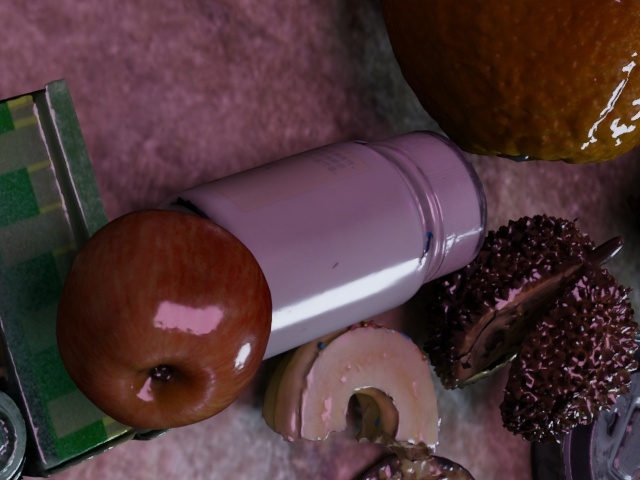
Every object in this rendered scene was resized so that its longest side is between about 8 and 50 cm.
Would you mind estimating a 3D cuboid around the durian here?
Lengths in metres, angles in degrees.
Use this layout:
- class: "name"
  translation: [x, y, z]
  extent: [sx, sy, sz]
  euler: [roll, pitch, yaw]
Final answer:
- class: "durian"
  translation: [0.185, 0.067, 1.574]
  extent: [0.167, 0.196, 0.196]
  euler: [-17, 100, -77]

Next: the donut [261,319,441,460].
- class: "donut"
  translation: [0.025, 0.118, 1.529]
  extent: [0.166, 0.065, 0.108]
  euler: [12, 78, -37]

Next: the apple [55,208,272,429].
- class: "apple"
  translation: [-0.103, 0.052, 1.226]
  extent: [0.146, 0.146, 0.131]
  euler: [46, 29, -27]

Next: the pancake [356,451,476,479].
- class: "pancake"
  translation: [0.077, 0.272, 1.590]
  extent: [0.199, 0.021, 0.199]
  euler: [3, 85, -38]

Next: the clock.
- class: "clock"
  translation: [0.287, 0.197, 1.748]
  extent: [0.226, 0.049, 0.226]
  euler: [4, 83, -38]

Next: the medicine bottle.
- class: "medicine bottle"
  translation: [0.000, 0.000, 1.467]
  extent: [0.258, 0.143, 0.143]
  euler: [-20, 100, -37]

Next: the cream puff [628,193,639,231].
- class: "cream puff"
  translation: [0.421, 0.020, 1.707]
  extent: [0.291, 0.257, 0.324]
  euler: [2, 73, -75]

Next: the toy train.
- class: "toy train"
  translation: [-0.234, 0.040, 1.294]
  extent: [0.202, 0.120, 0.301]
  euler: [-24, 102, -41]

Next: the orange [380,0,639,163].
- class: "orange"
  translation: [0.202, -0.235, 1.532]
  extent: [0.322, 0.322, 0.357]
  euler: [18, 85, -37]
